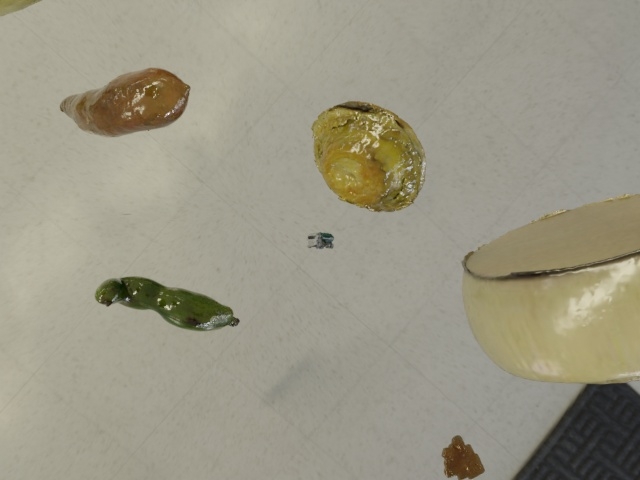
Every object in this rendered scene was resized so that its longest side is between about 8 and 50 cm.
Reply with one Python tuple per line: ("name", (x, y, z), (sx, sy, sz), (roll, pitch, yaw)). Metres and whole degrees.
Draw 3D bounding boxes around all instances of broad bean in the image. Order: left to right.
("broad bean", (-0.200, 0.087, 0.928), (0.213, 0.070, 0.048), (15, 110, -32))

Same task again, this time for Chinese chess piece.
("Chinese chess piece", (0.249, 0.031, 0.602), (0.249, 0.250, 0.103), (-20, 99, -5))

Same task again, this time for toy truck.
("toy truck", (0.000, 0.000, 1.759), (0.039, 0.083, 0.044), (-6, 83, 36))

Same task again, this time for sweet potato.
("sweet potato", (-0.326, -0.210, 1.084), (0.291, 0.097, 0.098), (-1, 94, 33))

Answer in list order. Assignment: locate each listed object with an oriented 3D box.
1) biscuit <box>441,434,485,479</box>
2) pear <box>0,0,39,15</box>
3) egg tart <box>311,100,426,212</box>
("biscuit", (0.382, 0.594, 1.840), (0.129, 0.019, 0.120), (30, 61, -7))
("pear", (-0.298, -0.255, 0.366), (0.191, 0.386, 0.341), (-32, 69, 19))
("egg tart", (0.094, -0.167, 1.525), (0.295, 0.295, 0.116), (42, 51, -6))
